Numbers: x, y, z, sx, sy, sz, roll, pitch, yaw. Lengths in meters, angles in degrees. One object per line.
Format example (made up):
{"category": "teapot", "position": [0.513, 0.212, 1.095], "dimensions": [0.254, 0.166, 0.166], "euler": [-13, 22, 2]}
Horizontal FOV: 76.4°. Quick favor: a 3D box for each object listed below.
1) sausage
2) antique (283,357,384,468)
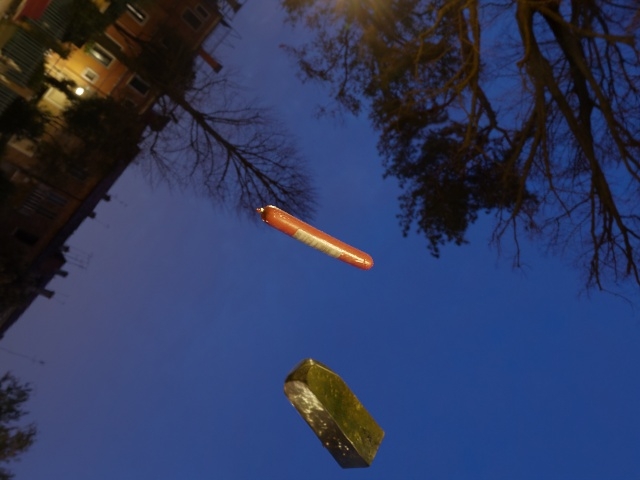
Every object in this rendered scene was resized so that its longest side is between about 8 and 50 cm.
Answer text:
{"category": "sausage", "position": [0.000, 0.000, 0.681], "dimensions": [0.034, 0.253, 0.034], "euler": [-35, -140, 37]}
{"category": "antique", "position": [0.021, 0.327, 0.790], "dimensions": [0.081, 0.221, 0.080], "euler": [-31, -173, 39]}
